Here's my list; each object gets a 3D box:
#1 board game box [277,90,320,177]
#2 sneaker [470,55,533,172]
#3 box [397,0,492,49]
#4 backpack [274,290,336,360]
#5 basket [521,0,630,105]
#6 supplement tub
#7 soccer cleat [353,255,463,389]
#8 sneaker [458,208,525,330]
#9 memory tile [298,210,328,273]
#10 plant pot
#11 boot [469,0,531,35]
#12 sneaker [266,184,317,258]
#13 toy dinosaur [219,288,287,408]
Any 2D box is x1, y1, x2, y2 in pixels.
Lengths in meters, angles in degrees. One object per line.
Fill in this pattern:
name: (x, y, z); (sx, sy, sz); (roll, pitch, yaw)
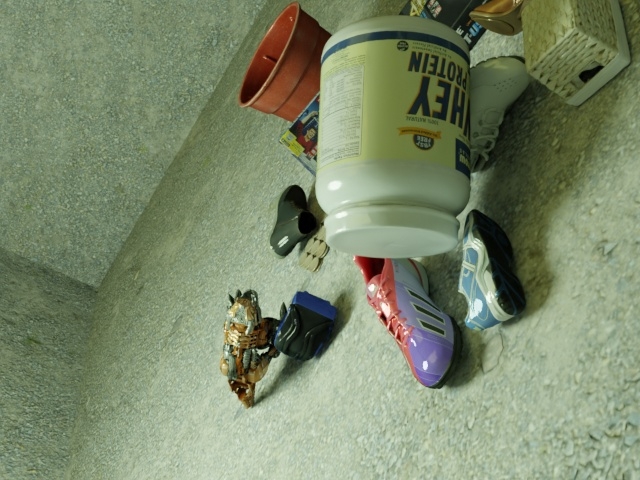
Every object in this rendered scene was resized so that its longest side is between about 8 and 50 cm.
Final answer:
board game box: (0.031, -0.237, 1.862); (0.194, 0.194, 0.060); (-50, 22, -3)
sneaker: (0.256, -0.181, 1.383); (0.297, 0.111, 0.129); (-51, 40, 40)
box: (0.291, -0.513, 1.690); (0.293, 0.073, 0.295); (-53, 24, 26)
backpack: (-0.028, 0.169, 1.614); (0.120, 0.098, 0.101); (-64, -1, 22)
basket: (0.370, -0.303, 1.221); (0.113, 0.103, 0.167); (-43, 30, 43)
supplement tub: (0.112, -0.151, 1.274); (0.235, 0.235, 0.325); (-22, 62, 59)
soccer cleat: (0.127, 0.111, 1.288); (0.108, 0.116, 0.318); (-55, 23, 20)
sneaker: (0.228, 0.037, 1.191); (0.081, 0.080, 0.211); (-44, 27, 34)
memory tile: (0.000, 0.000, 1.847); (0.148, 0.012, 0.113); (-64, 22, -4)
plant pot: (-0.012, -0.377, 1.959); (0.272, 0.265, 0.272); (-49, 26, 34)
boot: (0.359, -0.445, 1.458); (0.197, 0.073, 0.152); (19, 84, 56)
sneaker: (-0.047, -0.063, 1.941); (0.118, 0.083, 0.222); (-34, 32, 39)
toy dinosaur: (-0.154, 0.219, 1.691); (0.322, 0.164, 0.218); (-58, 5, 40)
